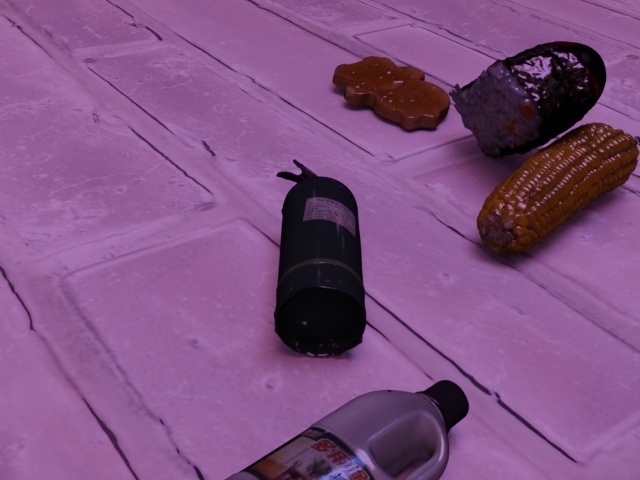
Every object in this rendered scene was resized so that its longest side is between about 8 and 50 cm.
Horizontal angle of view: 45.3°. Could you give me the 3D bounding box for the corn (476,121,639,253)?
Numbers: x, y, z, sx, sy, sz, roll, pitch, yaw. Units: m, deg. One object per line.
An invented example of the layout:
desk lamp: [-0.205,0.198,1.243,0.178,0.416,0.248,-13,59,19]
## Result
corn: [0.300,-0.073,0.973,0.102,0.102,0.313,31,42,34]

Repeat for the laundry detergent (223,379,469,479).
laundry detergent: [0.035,0.175,0.609,0.225,0.070,0.099,-23,34,-35]

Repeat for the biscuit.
biscuit: [0.123,-0.242,1.263,0.166,0.036,0.225,-24,46,-34]

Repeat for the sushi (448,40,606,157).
sushi: [0.279,-0.190,1.049,0.126,0.136,0.225,-33,7,-15]

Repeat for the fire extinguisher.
fire extinguisher: [0.000,0.000,0.848,0.118,0.093,0.294,25,30,-16]
